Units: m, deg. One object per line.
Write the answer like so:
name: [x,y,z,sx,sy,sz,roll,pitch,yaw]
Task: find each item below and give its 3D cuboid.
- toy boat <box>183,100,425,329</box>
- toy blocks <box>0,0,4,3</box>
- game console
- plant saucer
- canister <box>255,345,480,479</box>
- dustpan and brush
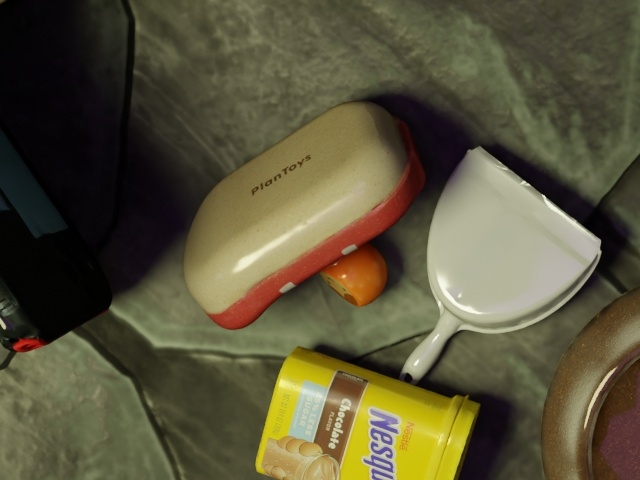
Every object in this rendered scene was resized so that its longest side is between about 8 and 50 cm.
toy boat: [0.000,0.000,1.457,0.231,0.151,0.151,-32,121,14]
toy blocks: [-0.263,-0.323,1.226,0.261,0.191,0.381,-23,94,30]
game console: [-0.306,-0.087,1.381,0.060,0.342,0.386,-35,91,0]
plant saucer: [0.340,0.178,1.452,0.310,0.050,0.311,2,100,11]
canister: [0.039,0.173,1.490,0.170,0.073,0.126,18,111,10]
dustpan and brush: [0.127,0.045,1.473,0.147,0.060,0.211,39,97,15]
